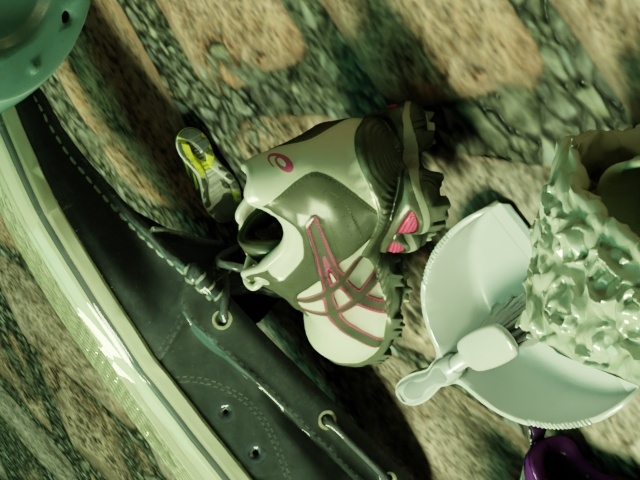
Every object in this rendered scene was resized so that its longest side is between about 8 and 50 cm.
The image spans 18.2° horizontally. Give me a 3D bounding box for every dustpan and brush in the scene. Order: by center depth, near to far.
[{"bbox_3d":[0.101,0.069,1.263,0.147,0.060,0.211,53,160,1],"label":"dustpan and brush"}]

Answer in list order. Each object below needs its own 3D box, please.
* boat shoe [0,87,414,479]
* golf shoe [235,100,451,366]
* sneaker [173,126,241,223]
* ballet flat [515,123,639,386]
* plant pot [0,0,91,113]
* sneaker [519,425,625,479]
[{"bbox_3d":[-0.104,0.063,1.564,0.500,0.156,0.187,53,169,1],"label":"boat shoe"},{"bbox_3d":[0.000,0.000,1.259,0.273,0.120,0.105,101,159,-61],"label":"golf shoe"},{"bbox_3d":[-0.087,-0.053,1.532,0.083,0.031,0.035,65,171,-19],"label":"sneaker"},{"bbox_3d":[0.217,0.026,0.855,0.409,0.147,0.147,20,142,56],"label":"ballet flat"},{"bbox_3d":[-0.302,-0.203,1.414,0.235,0.293,0.293,15,139,37],"label":"plant pot"},{"bbox_3d":[0.197,0.209,1.256,0.223,0.083,0.098,40,151,34],"label":"sneaker"}]
